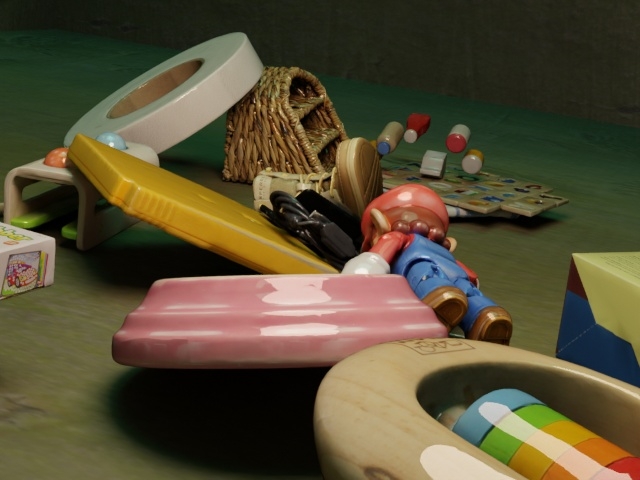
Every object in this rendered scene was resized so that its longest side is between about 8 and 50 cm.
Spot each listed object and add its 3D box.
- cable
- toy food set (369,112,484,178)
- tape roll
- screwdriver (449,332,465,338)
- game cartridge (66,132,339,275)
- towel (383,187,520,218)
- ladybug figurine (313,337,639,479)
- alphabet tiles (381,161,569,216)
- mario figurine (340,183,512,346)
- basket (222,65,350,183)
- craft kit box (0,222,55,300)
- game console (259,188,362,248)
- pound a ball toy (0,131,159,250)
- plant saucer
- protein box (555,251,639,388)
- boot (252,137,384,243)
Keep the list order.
[{"bbox_3d":[0.000,0.000,1.494,0.184,0.047,0.150,40,-6,-38],"label":"cable"},{"bbox_3d":[0.187,-0.167,2.018,0.232,0.111,0.104,11,29,13],"label":"toy food set"},{"bbox_3d":[-0.287,-0.251,1.969,0.392,0.072,0.392,-26,23,12],"label":"tape roll"},{"bbox_3d":[0.097,0.102,1.348,0.170,0.024,0.025,12,-13,10],"label":"screwdriver"},{"bbox_3d":[-0.166,-0.035,1.458,0.324,0.052,0.285,23,7,-29],"label":"game cartridge"},{"bbox_3d":[0.200,-0.071,1.979,0.285,0.034,0.209,-3,18,-29],"label":"towel"},{"bbox_3d":[0.163,0.201,0.762,0.305,0.162,0.449,-3,18,-32],"label":"ladybug figurine"},{"bbox_3d":[0.277,-0.101,2.034,0.342,0.011,0.285,17,19,32],"label":"alphabet tiles"},{"bbox_3d":[0.118,0.061,1.333,0.170,0.198,0.320,-27,28,2],"label":"mario figurine"},{"bbox_3d":[-0.042,-0.226,2.094,0.223,0.213,0.299,9,16,11],"label":"basket"},{"bbox_3d":[-0.421,0.017,0.991,0.250,0.061,0.246,14,15,24],"label":"craft kit box"},{"bbox_3d":[-0.012,-0.033,1.599,0.122,0.071,0.107,34,1,-28],"label":"game console"},{"bbox_3d":[-0.395,-0.088,1.603,0.208,0.136,0.319,10,16,12],"label":"pound a ball toy"},{"bbox_3d":[-0.040,0.077,1.072,0.332,0.084,0.332,-2,-3,0],"label":"plant saucer"},{"bbox_3d":[0.423,0.105,1.261,0.201,0.136,0.200,-1,17,-24],"label":"protein box"},{"bbox_3d":[-0.009,-0.078,1.630,0.203,0.095,0.262,9,-22,14],"label":"boot"}]
